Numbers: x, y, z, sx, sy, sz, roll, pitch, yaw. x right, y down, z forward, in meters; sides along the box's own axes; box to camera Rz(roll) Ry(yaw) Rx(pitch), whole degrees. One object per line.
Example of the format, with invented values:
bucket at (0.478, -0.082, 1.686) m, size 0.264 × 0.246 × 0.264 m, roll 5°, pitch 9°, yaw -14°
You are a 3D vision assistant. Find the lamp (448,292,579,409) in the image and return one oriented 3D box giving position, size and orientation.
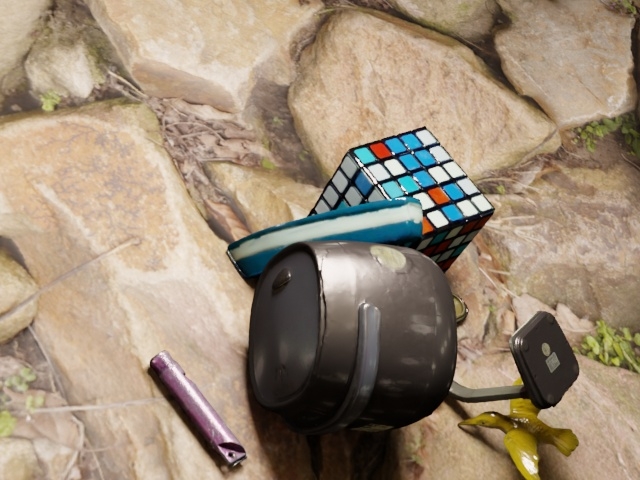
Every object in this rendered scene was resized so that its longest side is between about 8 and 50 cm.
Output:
lamp at (0.245, 0.150, 1.451) m, size 0.203 × 0.283 × 0.124 m, roll -32°, pitch 115°, yaw -42°

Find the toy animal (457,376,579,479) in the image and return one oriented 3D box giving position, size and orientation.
toy animal at (0.280, 0.278, 1.413) m, size 0.095 × 0.155 × 0.219 m, roll 57°, pitch 33°, yaw -32°

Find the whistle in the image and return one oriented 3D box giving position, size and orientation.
whistle at (-0.155, 0.210, 1.251) m, size 0.033 × 0.033 × 0.176 m, roll -25°, pitch 68°, yaw -43°

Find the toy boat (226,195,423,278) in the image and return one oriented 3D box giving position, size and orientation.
toy boat at (0.000, 0.000, 1.396) m, size 0.096 × 0.299 × 0.062 m, roll 3°, pitch 75°, yaw -66°

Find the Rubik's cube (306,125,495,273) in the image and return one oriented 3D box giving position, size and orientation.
Rubik's cube at (0.119, -0.037, 1.527) m, size 0.184 × 0.187 × 0.182 m, roll -20°, pitch 65°, yaw -38°

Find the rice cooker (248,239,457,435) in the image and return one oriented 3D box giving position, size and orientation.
rice cooker at (0.044, 0.128, 1.284) m, size 0.224 × 0.267 × 0.267 m, roll 11°, pitch 47°, yaw -28°
